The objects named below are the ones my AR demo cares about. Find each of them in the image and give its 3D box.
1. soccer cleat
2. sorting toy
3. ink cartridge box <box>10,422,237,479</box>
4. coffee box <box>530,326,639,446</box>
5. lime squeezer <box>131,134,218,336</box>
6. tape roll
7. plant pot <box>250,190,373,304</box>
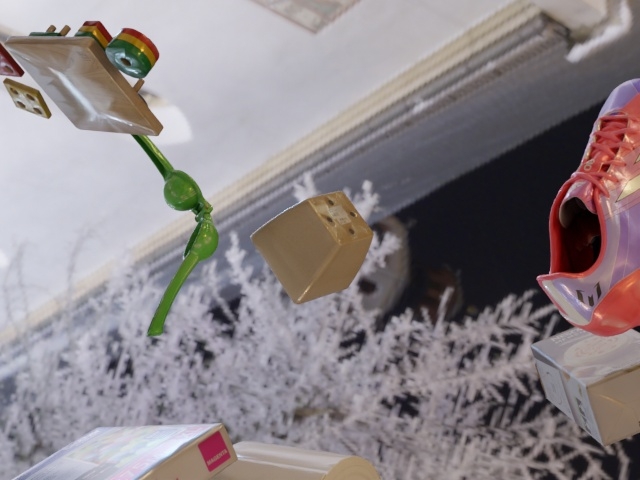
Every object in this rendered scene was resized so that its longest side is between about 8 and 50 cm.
[{"bbox_3d":[0.227,-0.042,0.842,0.083,0.095,0.248,-21,-137,49],"label":"soccer cleat"},{"bbox_3d":[-0.242,-0.172,1.116,0.274,0.132,0.046,8,-122,38],"label":"sorting toy"},{"bbox_3d":[-0.274,0.295,1.344,0.311,0.185,0.065,-14,-79,43],"label":"ink cartridge box"},{"bbox_3d":[0.426,0.204,1.613,0.246,0.141,0.098,-138,-153,-79],"label":"coffee box"},{"bbox_3d":[-0.185,-0.031,1.309,0.059,0.109,0.310,115,-36,-64],"label":"lime squeezer"},{"bbox_3d":[-0.039,0.387,1.375,0.169,0.246,0.246,3,-107,30],"label":"tape roll"},{"bbox_3d":[0.000,0.000,1.335,0.096,0.109,0.109,-47,-110,36],"label":"plant pot"}]
